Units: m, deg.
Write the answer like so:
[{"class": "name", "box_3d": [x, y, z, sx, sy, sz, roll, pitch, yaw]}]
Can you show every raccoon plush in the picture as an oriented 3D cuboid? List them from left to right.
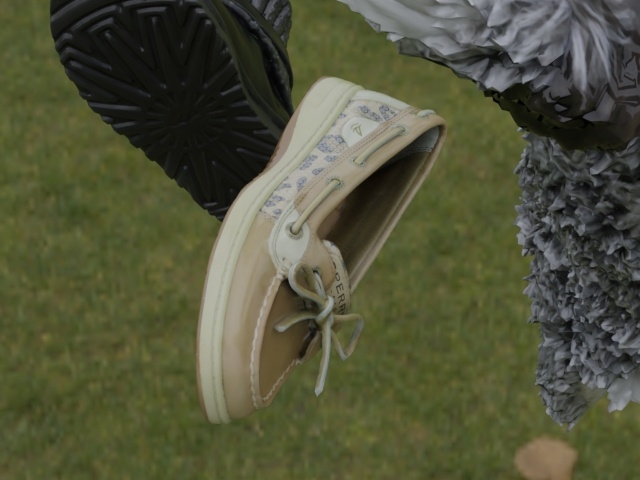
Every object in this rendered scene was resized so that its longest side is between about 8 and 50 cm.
[{"class": "raccoon plush", "box_3d": [0.108, -0.058, 0.798, 0.299, 0.446, 0.216, -16, 50, 50]}]

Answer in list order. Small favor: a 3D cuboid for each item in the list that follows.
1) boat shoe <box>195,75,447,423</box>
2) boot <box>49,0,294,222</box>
[{"class": "boat shoe", "box_3d": [0.000, 0.000, 1.101, 0.089, 0.104, 0.285, 11, 49, 15]}, {"class": "boot", "box_3d": [-0.122, -0.195, 1.504, 0.131, 0.348, 0.260, -18, 50, 13]}]
